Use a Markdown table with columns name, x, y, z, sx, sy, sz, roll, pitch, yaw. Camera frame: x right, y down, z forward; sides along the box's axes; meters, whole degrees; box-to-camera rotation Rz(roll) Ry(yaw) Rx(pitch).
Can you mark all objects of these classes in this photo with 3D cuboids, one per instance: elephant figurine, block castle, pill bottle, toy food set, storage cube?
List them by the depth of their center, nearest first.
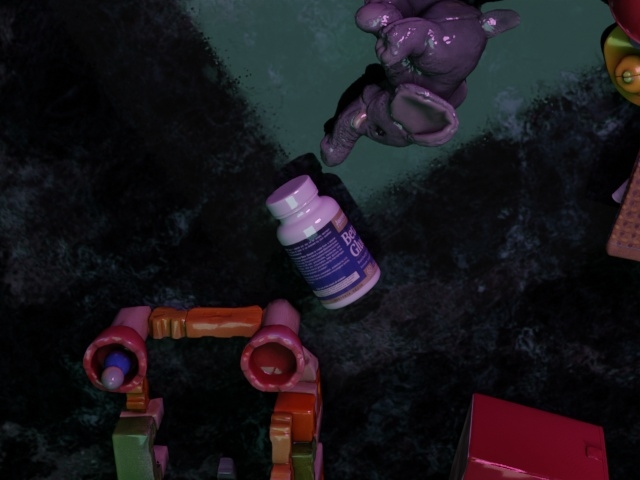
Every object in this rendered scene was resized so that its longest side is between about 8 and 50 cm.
| name | x | y | z | sx | sy | sz | roll | pitch | yaw |
| --- | --- | --- | --- | --- | --- | --- | --- | --- | --- |
| toy food set | 0.445 | -0.236 | 1.559 | 0.217 | 0.071 | 0.128 | -19 | 91 | 32 |
| elephant figurine | 0.117 | -0.188 | 1.611 | 0.169 | 0.186 | 0.240 | -22 | 130 | -33 |
| pill bottle | 0.000 | 0.000 | 1.708 | 0.094 | 0.094 | 0.169 | -29 | 108 | 14 |
| storage cube | 0.279 | 0.352 | 1.774 | 0.193 | 0.215 | 0.184 | 15 | 113 | 4 |
| block castle | -0.152 | 0.317 | 1.784 | 0.302 | 0.213 | 0.453 | -1 | 112 | 4 |

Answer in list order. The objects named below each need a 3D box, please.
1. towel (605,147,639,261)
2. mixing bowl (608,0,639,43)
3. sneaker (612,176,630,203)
| name | x | y | z | sx | sy | sz | roll | pitch | yaw |
| --- | --- | --- | --- | --- | --- | --- | --- | --- | --- |
| towel | 0.568 | -0.059 | 1.582 | 0.370 | 0.040 | 0.272 | 12 | 118 | -2 |
| mixing bowl | 0.426 | -0.321 | 1.494 | 0.181 | 0.182 | 0.098 | -15 | 154 | 10 |
| sneaker | 0.473 | -0.011 | 1.693 | 0.094 | 0.080 | 0.212 | -32 | 109 | 35 |
